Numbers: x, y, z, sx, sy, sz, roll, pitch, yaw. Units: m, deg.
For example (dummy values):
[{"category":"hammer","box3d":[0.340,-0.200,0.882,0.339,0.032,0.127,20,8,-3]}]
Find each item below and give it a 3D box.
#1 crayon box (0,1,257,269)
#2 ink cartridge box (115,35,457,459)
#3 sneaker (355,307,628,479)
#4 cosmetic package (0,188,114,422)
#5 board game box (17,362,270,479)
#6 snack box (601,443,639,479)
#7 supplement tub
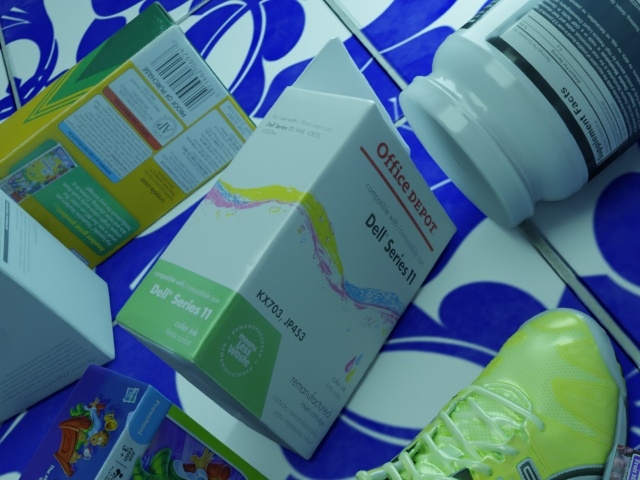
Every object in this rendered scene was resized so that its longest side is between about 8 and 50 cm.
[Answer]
[{"category":"crayon box","box3d":[-0.259,-0.111,1.164,0.323,0.203,0.083,-38,44,1]},{"category":"ink cartridge box","box3d":[0.000,0.000,0.902,0.119,0.207,0.353,18,68,43]},{"category":"sneaker","box3d":[0.107,0.203,0.714,0.145,0.147,0.384,19,66,43]},{"category":"cosmetic package","box3d":[-0.396,0.085,1.079,0.224,0.224,0.138,-29,42,10]},{"category":"board game box","box3d":[-0.182,0.308,0.754,0.078,0.233,0.347,10,62,37]},{"category":"snack box","box3d":[0.238,0.228,0.662,0.100,0.037,0.141,18,64,12]},{"category":"supplement tub","box3d":[0.230,-0.160,0.893,0.272,0.191,0.191,-40,44,-1]}]
